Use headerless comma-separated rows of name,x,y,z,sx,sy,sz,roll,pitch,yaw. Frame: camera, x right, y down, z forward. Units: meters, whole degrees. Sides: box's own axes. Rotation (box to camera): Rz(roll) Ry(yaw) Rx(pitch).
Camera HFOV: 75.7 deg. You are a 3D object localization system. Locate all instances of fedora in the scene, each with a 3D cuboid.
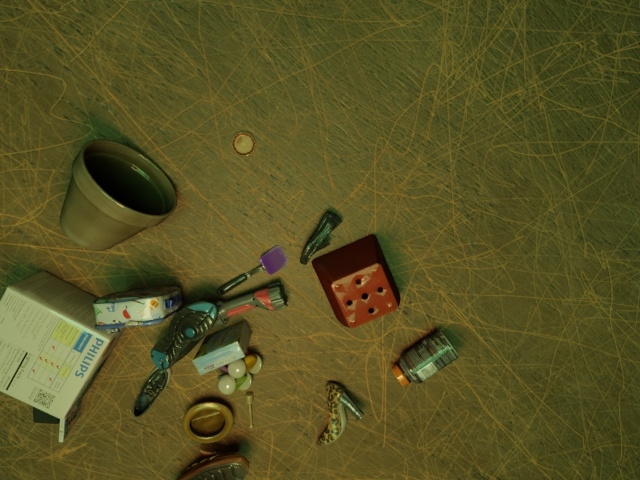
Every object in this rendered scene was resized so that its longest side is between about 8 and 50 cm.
fedora,-0.442,0.705,1.629,0.195,0.079,0.194,-2,101,-9

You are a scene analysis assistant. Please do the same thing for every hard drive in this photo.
hard drive,-1.073,0.652,1.611,0.094,0.022,0.135,5,101,-4

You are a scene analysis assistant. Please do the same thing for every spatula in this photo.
spatula,-0.261,0.127,1.551,0.297,0.030,0.084,-31,103,3

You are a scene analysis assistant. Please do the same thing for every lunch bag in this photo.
lunch bag,-0.608,0.227,1.412,0.244,0.303,0.114,-4,93,-2

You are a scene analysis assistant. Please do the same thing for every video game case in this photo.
video game case,-0.937,0.645,1.549,0.019,0.157,0.143,8,100,-10

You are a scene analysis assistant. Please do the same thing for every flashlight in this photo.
flashlight,-0.279,0.250,1.545,0.304,0.103,0.103,-21,58,4

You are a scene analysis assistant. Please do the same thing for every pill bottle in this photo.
pill bottle,0.399,0.467,1.605,0.246,0.130,0.130,-35,101,4

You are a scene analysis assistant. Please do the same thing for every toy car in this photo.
toy car,-0.325,0.491,1.575,0.136,0.159,0.181,35,99,26

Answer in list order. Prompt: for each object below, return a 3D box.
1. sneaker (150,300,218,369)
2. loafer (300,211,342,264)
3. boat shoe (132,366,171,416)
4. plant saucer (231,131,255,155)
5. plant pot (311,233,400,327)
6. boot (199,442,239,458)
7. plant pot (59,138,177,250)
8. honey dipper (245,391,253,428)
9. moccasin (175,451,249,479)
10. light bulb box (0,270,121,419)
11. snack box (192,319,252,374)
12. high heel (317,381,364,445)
sneaker,-0.479,0.322,1.493,0.341,0.140,0.125,-43,86,20
loafer,0.000,0.000,1.518,0.078,0.076,0.223,32,94,-1
boat shoe,-0.660,0.586,1.595,0.080,0.076,0.228,36,97,-9
plant saucer,-0.274,-0.343,1.467,0.084,0.013,0.083,-1,100,-3
plant pot,0.142,0.165,1.478,0.267,0.235,0.267,-24,102,2
boot,-0.416,0.877,1.677,0.158,0.059,0.084,13,105,-7
plant pot,-0.695,-0.120,1.364,0.280,0.323,0.323,-40,101,22
honey dipper,-0.284,0.689,1.663,0.031,0.030,0.160,-1,105,-3
moccasin,-0.416,0.902,1.598,0.380,0.147,0.139,-39,97,27
light bulb box,-0.946,0.362,1.459,0.361,0.225,0.357,32,97,-9
snack box,-0.352,0.386,1.506,0.175,0.207,0.070,-23,101,2
high heel,0.031,0.703,1.673,0.186,0.093,0.261,47,109,12
